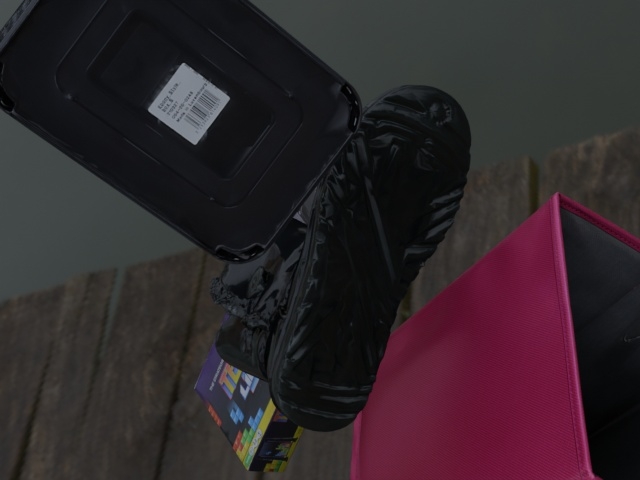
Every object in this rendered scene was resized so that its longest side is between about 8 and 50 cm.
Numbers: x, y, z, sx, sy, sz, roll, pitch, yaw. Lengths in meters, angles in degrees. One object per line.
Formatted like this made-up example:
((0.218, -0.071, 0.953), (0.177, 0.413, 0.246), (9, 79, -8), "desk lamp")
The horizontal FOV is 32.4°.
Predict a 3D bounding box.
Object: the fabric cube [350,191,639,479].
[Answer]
((0.198, 0.173, 0.857), (0.258, 0.259, 0.254), (-45, 28, 38), "fabric cube")

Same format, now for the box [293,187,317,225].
((-0.058, -0.095, 1.046), (0.056, 0.183, 0.231), (-28, 23, 17), "box")

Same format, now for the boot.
((0.000, 0.000, 0.804), (0.246, 0.094, 0.207), (-70, 21, 3), "boot")

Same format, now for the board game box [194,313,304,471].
((-0.053, 0.120, 1.097), (0.141, 0.048, 0.170), (44, 117, 48), "board game box")

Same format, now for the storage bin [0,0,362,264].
((-0.082, -0.085, 0.615), (0.122, 0.180, 0.084), (-53, 21, 3), "storage bin")
